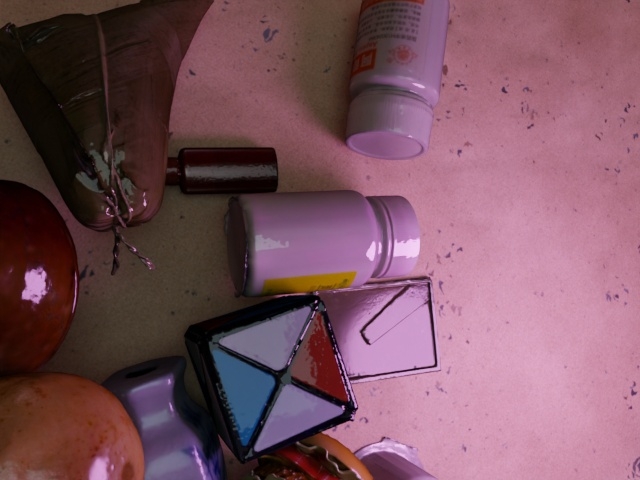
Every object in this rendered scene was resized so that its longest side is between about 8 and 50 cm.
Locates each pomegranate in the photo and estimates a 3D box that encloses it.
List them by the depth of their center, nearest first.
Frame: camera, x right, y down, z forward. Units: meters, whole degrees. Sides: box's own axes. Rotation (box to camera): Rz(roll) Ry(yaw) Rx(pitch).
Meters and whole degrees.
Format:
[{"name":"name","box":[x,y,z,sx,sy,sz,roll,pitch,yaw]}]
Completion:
[{"name":"pomegranate","box":[-0.420,0.354,0.803,0.339,0.338,0.337,2,84,-20]}]

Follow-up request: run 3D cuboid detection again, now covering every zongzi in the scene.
[{"name":"zongzi","box":[-0.299,-0.240,1.100,0.467,0.218,0.499,-28,82,-18]}]

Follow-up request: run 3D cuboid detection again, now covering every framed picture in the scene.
[{"name":"framed picture","box":[0.134,0.210,1.352,0.315,0.024,0.231,-3,86,-19]}]

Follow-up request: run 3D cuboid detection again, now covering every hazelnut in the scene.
[{"name":"hazelnut","box":[-0.615,0.054,0.914,0.430,0.402,0.401,6,82,-28]}]

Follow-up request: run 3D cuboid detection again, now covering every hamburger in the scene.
[{"name":"hamburger","box":[-0.019,0.491,1.116,0.274,0.274,0.212,50,51,-9]}]

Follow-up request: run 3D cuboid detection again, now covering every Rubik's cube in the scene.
[{"name":"Rubik's cube","box":[-0.107,0.255,1.138,0.249,0.246,0.249,-18,92,-19]}]

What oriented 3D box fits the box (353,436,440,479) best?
[{"name":"box","box":[0.173,0.597,1.228,0.263,0.206,0.291,-20,89,-21]}]

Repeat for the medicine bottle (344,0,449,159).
[{"name":"medicine bottle","box":[0.174,-0.389,1.331,0.211,0.211,0.371,12,80,-19]}]

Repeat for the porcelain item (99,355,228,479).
[{"name":"porcelain item","box":[-0.276,0.432,1.065,0.179,0.242,0.404,-15,94,-1]}]

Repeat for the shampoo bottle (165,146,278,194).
[{"name":"shampoo bottle","box":[-0.223,-0.149,1.234,0.261,0.064,0.102,-4,87,-21]}]

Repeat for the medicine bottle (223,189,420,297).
[{"name":"medicine bottle","box":[0.000,0.000,1.221,0.379,0.213,0.213,-4,86,-20]}]
